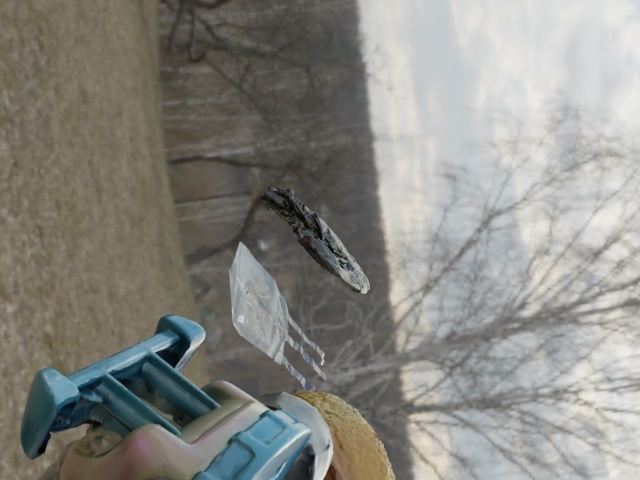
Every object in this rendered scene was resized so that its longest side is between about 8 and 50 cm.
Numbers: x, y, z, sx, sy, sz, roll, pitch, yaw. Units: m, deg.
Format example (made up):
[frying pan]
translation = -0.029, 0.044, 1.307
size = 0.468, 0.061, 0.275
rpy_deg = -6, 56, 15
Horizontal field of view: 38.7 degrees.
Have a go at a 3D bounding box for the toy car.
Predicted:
[toy car]
translation = -0.076, 0.118, 0.367
size = 0.161, 0.098, 0.126
rpy_deg = -58, 165, 22

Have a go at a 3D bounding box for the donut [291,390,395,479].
[donut]
translation = -0.007, 0.289, 1.067
size = 0.253, 0.118, 0.254
rpy_deg = 28, -54, 47

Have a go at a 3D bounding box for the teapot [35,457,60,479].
[teapot]
translation = -0.192, 0.328, 0.812
size = 0.239, 0.239, 0.322
rpy_deg = 13, 95, -76

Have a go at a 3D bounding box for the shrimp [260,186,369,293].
[shrimp]
translation = 0.000, 0.000, 1.002
size = 0.161, 0.034, 0.091
rpy_deg = 44, 9, -16

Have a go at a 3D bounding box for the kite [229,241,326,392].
[kite]
translation = -0.049, 0.116, 1.157
size = 0.245, 0.015, 0.141
rpy_deg = 54, 28, -39
